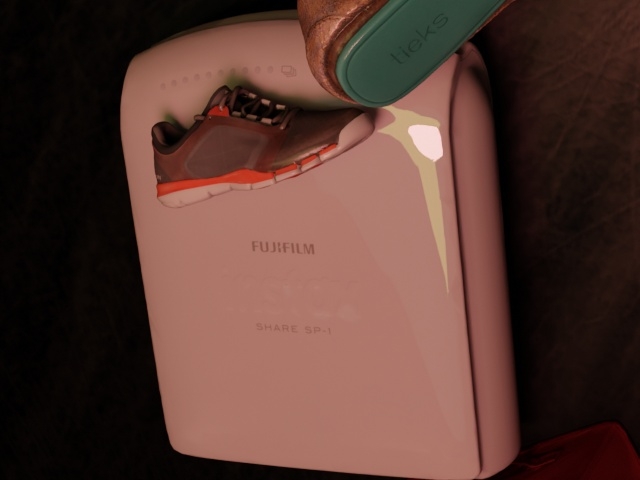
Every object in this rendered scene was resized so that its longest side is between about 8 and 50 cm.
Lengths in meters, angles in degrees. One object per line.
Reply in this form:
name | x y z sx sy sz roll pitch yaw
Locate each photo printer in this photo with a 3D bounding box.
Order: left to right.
photo printer | 0.000 0.000 1.213 0.256 0.107 0.308 3 111 24

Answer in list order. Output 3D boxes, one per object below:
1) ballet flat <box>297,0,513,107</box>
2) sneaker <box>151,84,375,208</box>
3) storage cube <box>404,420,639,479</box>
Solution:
ballet flat | 0.112 -0.206 1.066 0.316 0.106 0.107 -34 133 6
sneaker | -0.043 -0.065 1.111 0.158 0.061 0.065 -14 97 28
storage cube | 0.133 0.262 1.207 0.183 0.193 0.215 -20 100 30
